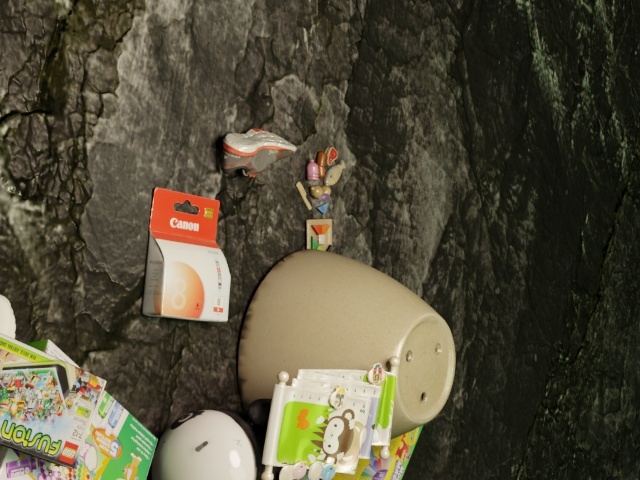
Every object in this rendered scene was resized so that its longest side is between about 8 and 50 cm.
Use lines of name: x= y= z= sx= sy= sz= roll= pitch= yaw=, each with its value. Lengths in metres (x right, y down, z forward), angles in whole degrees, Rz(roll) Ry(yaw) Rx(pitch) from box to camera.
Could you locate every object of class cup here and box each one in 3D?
cup: x=0.066 y=0.186 z=1.921 sx=0.331 sy=0.237 sz=0.331 roll=-8 pitch=100 yaw=-52

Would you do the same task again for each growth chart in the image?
growth chart: x=0.016 y=0.252 z=1.712 sx=0.237 sy=0.021 sz=0.171 roll=0 pitch=93 yaw=-39

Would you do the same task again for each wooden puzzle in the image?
wooden puzzle: x=0.000 y=0.000 z=2.022 sx=0.079 sy=0.014 sz=0.116 roll=-15 pitch=103 yaw=-53

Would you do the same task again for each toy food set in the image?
toy food set: x=0.005 y=-0.109 z=2.020 sx=0.122 sy=0.019 sz=0.078 roll=-56 pitch=133 yaw=-36

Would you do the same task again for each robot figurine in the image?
robot figurine: x=-0.114 y=0.324 z=1.748 sx=0.278 sy=0.174 sz=0.209 roll=15 pitch=76 yaw=-53

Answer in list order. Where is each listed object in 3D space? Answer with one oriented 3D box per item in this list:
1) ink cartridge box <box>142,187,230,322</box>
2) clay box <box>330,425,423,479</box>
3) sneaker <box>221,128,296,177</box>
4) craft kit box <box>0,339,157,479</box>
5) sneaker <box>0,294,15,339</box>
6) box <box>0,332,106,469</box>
ink cartridge box: x=-0.182 y=0.023 z=1.750 sx=0.145 sy=0.045 sz=0.179 roll=11 pitch=85 yaw=-54
clay box: x=0.071 y=0.374 z=2.036 sx=0.053 sy=0.127 sz=0.222 roll=55 pitch=50 yaw=-40
sneaker: x=-0.100 y=-0.128 z=1.861 sx=0.158 sy=0.061 sz=0.064 roll=-7 pitch=124 yaw=-53
craft kit box: x=-0.318 y=0.292 z=1.523 sx=0.250 sy=0.061 sz=0.246 roll=52 pitch=42 yaw=-41
sneaker: x=-0.431 y=0.134 z=1.376 sx=0.115 sy=0.090 sz=0.232 roll=56 pitch=48 yaw=-34
box: x=-0.337 y=0.179 z=1.398 sx=0.207 sy=0.036 sz=0.114 roll=36 pitch=67 yaw=-52
